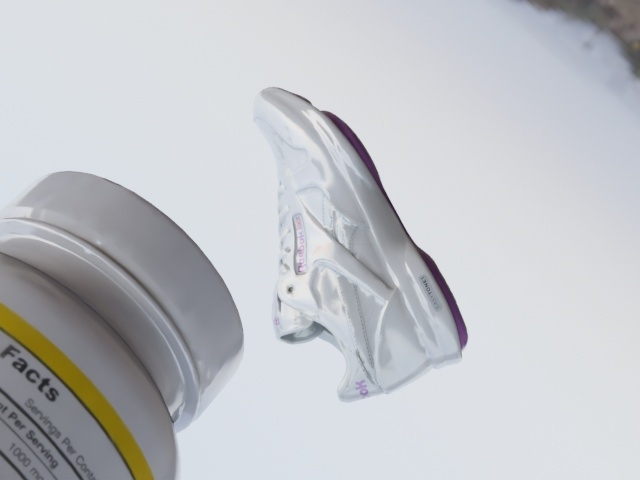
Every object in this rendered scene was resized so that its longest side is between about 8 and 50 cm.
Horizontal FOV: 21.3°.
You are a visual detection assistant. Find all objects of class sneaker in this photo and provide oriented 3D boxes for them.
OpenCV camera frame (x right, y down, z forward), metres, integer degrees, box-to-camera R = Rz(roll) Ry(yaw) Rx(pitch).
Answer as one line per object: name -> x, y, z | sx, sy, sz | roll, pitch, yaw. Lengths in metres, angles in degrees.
sneaker -> 0.000, 0.000, 1.490 | 0.305, 0.152, 0.114 | 60, 178, 20

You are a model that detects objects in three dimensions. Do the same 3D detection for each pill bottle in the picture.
pill bottle -> -0.185, 0.122, 0.768 | 0.188, 0.188, 0.334 | 42, -125, 0
